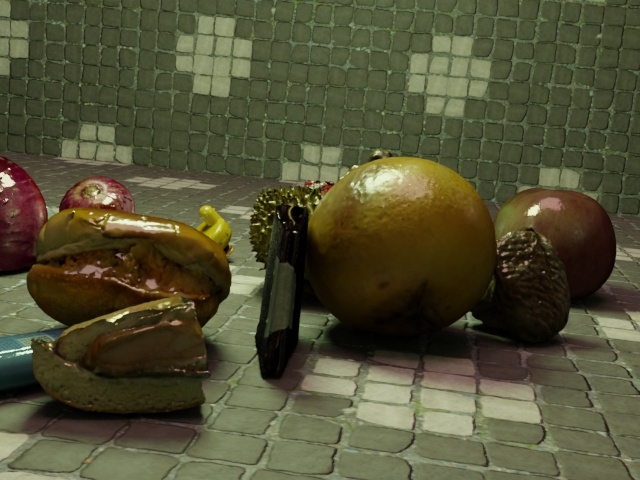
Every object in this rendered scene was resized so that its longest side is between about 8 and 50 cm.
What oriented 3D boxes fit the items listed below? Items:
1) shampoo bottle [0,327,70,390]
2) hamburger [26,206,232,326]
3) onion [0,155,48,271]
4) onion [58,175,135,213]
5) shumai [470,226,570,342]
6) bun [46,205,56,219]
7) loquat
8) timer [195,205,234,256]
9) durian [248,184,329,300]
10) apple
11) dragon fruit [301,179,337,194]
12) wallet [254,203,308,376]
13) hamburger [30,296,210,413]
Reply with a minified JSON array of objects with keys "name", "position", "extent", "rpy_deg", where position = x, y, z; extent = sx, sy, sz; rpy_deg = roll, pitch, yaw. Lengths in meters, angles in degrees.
[{"name":"shampoo bottle","position":[-0.369,0.152,1.131],"extent":[0.104,0.061,0.259],"rpy_deg":[11,12,44]},{"name":"hamburger","position":[-0.280,0.056,1.305],"extent":[0.290,0.170,0.314],"rpy_deg":[13,-17,-8]},{"name":"onion","position":[-0.673,-0.061,1.731],"extent":[0.256,0.230,0.272],"rpy_deg":[2,3,-21]},{"name":"onion","position":[-0.530,-0.069,2.067],"extent":[0.177,0.153,0.177],"rpy_deg":[17,30,-10]},{"name":"shumai","position":[0.342,0.087,1.577],"extent":[0.167,0.205,0.176],"rpy_deg":[-8,-6,-31]},{"name":"bun","position":[-0.679,-0.044,2.030],"extent":[0.141,0.083,0.141],"rpy_deg":[3,12,-1]},{"name":"loquat","position":[0.128,-0.007,1.480],"extent":[0.329,0.328,0.359],"rpy_deg":[2,54,-17]},{"name":"timer","position":[-0.256,-0.013,1.975],"extent":[0.109,0.107,0.107],"rpy_deg":[49,-13,-28]},{"name":"durian","position":[-0.010,0.002,1.726],"extent":[0.258,0.258,0.293],"rpy_deg":[13,3,38]},{"name":"apple","position":[0.512,0.001,1.937],"extent":[0.306,0.234,0.305],"rpy_deg":[6,9,-1]},{"name":"dragon fruit","position":[0.064,-0.037,2.028],"extent":[0.273,0.198,0.218],"rpy_deg":[1,36,-13]},{"name":"wallet","position":[-0.054,0.066,1.327],"extent":[0.072,0.220,0.262],"rpy_deg":[10,9,-2]},{"name":"hamburger","position":[-0.246,0.154,1.085],"extent":[0.208,0.135,0.155],"rpy_deg":[-13,0,-18]}]
